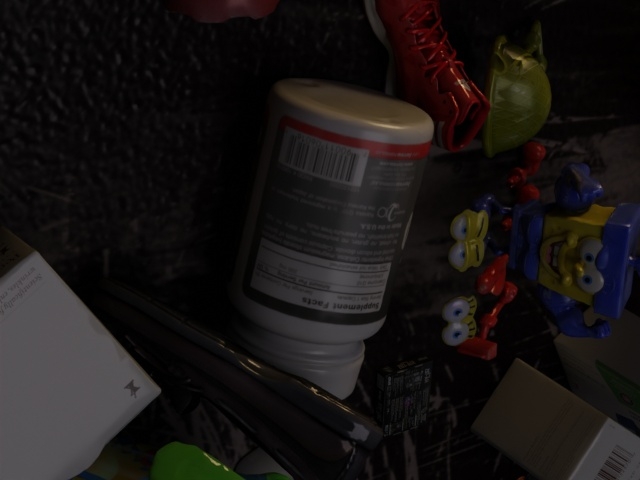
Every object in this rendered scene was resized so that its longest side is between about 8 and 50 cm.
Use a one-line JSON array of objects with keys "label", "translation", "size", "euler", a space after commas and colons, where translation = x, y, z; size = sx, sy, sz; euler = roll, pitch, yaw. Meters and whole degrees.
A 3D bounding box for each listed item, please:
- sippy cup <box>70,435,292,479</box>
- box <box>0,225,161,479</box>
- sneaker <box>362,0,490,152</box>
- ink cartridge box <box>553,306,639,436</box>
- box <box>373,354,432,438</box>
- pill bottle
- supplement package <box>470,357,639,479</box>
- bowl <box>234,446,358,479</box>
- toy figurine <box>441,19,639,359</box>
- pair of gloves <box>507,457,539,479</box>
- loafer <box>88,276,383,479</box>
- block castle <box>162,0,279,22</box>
[{"label": "sippy cup", "translation": [-0.168, 0.288, 1.464], "size": [0.224, 0.240, 0.305], "euler": [26, 106, -8]}, {"label": "box", "translation": [-0.272, 0.117, 1.363], "size": [0.181, 0.119, 0.182], "euler": [-43, 117, -13]}, {"label": "sneaker", "translation": [0.116, -0.187, 1.529], "size": [0.087, 0.128, 0.221], "euler": [-31, 128, -22]}, {"label": "ink cartridge box", "translation": [0.389, 0.195, 1.916], "size": [0.093, 0.154, 0.212], "euler": [-40, 131, -15]}, {"label": "box", "translation": [0.092, 0.175, 1.768], "size": [0.067, 0.018, 0.083], "euler": [-16, 121, -32]}, {"label": "pill bottle", "translation": [0.000, 0.000, 1.512], "size": [0.161, 0.161, 0.283], "euler": [-1, 112, -38]}, {"label": "supplement package", "translation": [0.280, 0.231, 1.827], "size": [0.105, 0.179, 0.105], "euler": [32, 91, -36]}, {"label": "bowl", "translation": [-0.017, 0.272, 1.710], "size": [0.142, 0.053, 0.142], "euler": [-28, 125, -25]}, {"label": "toy figurine", "translation": [0.272, -0.029, 1.634], "size": [0.191, 0.217, 0.363], "euler": [-33, 134, -53]}, {"label": "pair of gloves", "translation": [0.265, 0.273, 1.957], "size": [0.074, 0.010, 0.083], "euler": [-29, 128, -24]}, {"label": "loafer", "translation": [-0.093, 0.136, 1.429], "size": [0.095, 0.302, 0.109], "euler": [-62, 168, -2]}, {"label": "block castle", "translation": [0.022, -0.301, 1.282], "size": [0.453, 0.303, 0.213], "euler": [-17, 122, -30]}]
